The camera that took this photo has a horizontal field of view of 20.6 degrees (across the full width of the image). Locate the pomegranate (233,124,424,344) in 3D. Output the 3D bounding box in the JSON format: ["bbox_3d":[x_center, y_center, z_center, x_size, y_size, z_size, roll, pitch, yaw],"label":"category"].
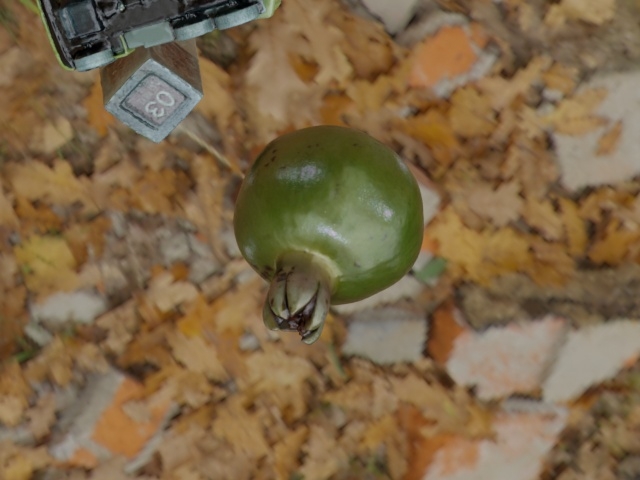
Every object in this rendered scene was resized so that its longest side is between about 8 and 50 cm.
[{"bbox_3d":[0.011,-0.010,1.625,0.179,0.210,0.179,-6,124,-8],"label":"pomegranate"}]

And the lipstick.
[{"bbox_3d":[-0.190,-0.244,1.879,0.076,0.371,0.080,33,115,-29],"label":"lipstick"}]

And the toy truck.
[{"bbox_3d":[-0.101,-0.173,1.199,0.169,0.100,0.077,-14,103,25],"label":"toy truck"}]
